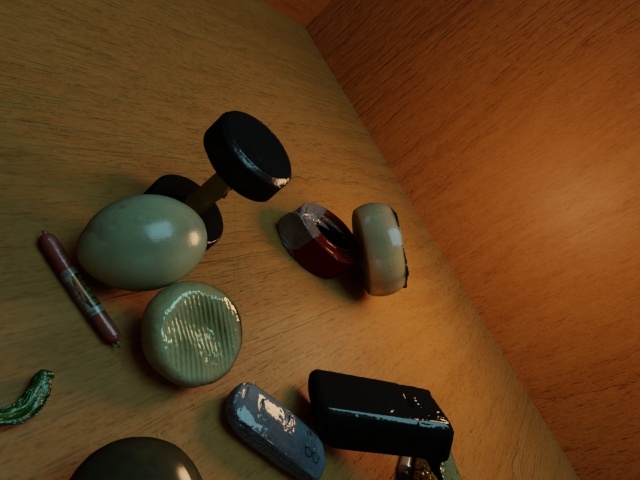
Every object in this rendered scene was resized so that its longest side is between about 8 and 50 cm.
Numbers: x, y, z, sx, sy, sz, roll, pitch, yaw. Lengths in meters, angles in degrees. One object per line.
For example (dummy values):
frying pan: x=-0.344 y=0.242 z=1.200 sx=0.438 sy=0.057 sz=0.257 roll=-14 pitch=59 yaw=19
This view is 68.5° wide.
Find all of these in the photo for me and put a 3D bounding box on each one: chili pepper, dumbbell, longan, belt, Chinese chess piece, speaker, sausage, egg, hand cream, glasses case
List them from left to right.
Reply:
chili pepper: x=-0.432 y=0.236 z=0.677 sx=0.055 sy=0.035 sz=0.118 roll=44 pitch=35 yaw=5
sausage: x=-0.432 y=0.087 z=0.845 sx=0.253 sy=0.034 sz=0.034 roll=56 pitch=26 yaw=-1
longan: x=-0.254 y=0.373 z=0.647 sx=0.212 sy=0.198 sz=0.198 roll=15 pitch=47 yaw=-50
egg: x=-0.339 y=0.005 z=0.915 sx=0.253 sy=0.186 sz=0.187 roll=-19 pitch=75 yaw=-44
dumbbell: x=-0.242 y=-0.121 z=1.075 sx=0.203 sy=0.322 sz=0.204 roll=39 pitch=31 yaw=-29
glasses case: x=-0.092 y=0.412 z=1.005 sx=0.282 sy=0.067 sz=0.109 roll=47 pitch=25 yaw=-19
belt: x=0.000 y=0.000 z=1.580 sx=0.323 sy=0.115 sz=0.228 roll=28 pitch=37 yaw=-43
Chinese chess piece: x=0.208 y=0.031 z=1.697 sx=0.338 sy=0.140 sz=0.339 roll=168 pitch=-90 yaw=-86
speaker: x=0.147 y=0.468 z=1.169 sx=0.387 sy=0.184 sz=0.180 roll=14 pitch=12 yaw=-12
hand cream: x=0.261 y=0.630 z=1.384 sx=0.067 sy=0.042 sz=0.194 roll=49 pitch=22 yaw=3

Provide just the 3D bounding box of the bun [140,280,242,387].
bun: x=-0.261 y=0.183 z=0.934 sx=0.222 sy=0.127 sz=0.223 roll=4 pitch=85 yaw=-50

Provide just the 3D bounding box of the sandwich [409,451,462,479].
sandwich: x=0.327 y=0.714 z=1.291 sx=0.249 sy=0.095 sz=0.273 roll=69 pitch=24 yaw=-9
